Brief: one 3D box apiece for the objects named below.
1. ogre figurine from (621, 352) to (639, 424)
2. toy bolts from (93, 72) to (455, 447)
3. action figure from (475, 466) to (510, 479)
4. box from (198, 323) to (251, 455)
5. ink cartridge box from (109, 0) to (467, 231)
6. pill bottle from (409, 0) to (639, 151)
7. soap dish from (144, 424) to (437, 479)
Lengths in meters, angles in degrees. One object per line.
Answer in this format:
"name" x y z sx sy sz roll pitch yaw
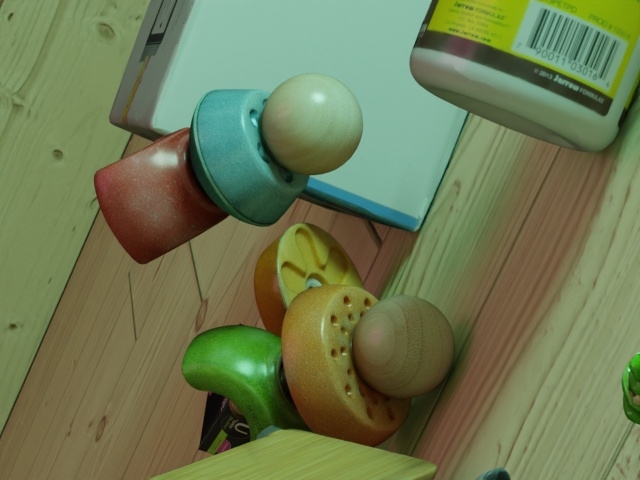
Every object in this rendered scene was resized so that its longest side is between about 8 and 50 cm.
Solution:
"ogre figurine" 0.149 0.066 0.657 0.118 0.097 0.197 101 -164 -51
"toy bolts" 0.000 0.000 1.165 0.158 0.228 0.218 -23 12 31
"action figure" -0.004 0.217 0.709 0.330 0.178 0.341 -48 1 -24
"box" -0.053 0.117 1.423 0.083 0.052 0.062 -85 20 -48
"ink cartridge box" -0.016 -0.137 1.367 0.270 0.198 0.197 -160 91 -77
"pill bottle" 0.135 -0.163 0.992 0.215 0.117 0.117 -68 14 0
"soap dish" -0.076 0.217 0.934 0.291 0.118 0.229 -11 -48 -58
